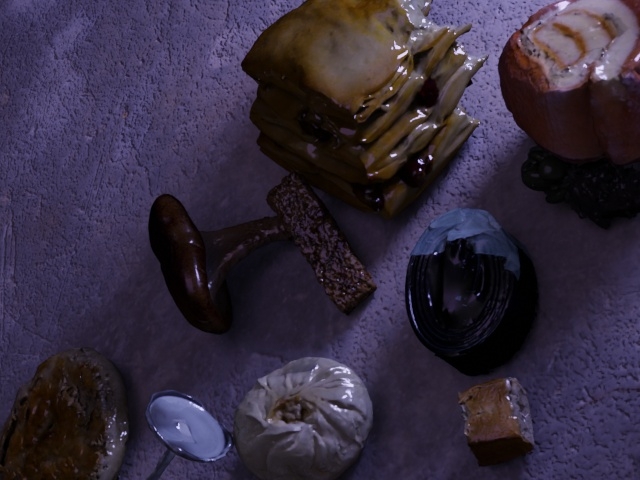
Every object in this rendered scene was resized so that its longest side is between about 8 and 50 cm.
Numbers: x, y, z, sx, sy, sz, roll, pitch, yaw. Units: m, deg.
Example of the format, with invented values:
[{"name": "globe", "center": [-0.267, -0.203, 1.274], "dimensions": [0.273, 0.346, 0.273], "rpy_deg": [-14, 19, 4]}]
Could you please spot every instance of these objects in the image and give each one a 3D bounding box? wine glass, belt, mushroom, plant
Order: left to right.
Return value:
[{"name": "wine glass", "center": [-0.214, 0.307, 1.675], "dimensions": [0.232, 0.156, 0.156], "rpy_deg": [-56, 44, 23]}, {"name": "mushroom", "center": [-0.112, 0.000, 1.844], "dimensions": [0.217, 0.148, 0.227], "rpy_deg": [-27, 60, 0]}, {"name": "belt", "center": [0.178, 0.054, 1.601], "dimensions": [0.151, 0.078, 0.198], "rpy_deg": [-22, 53, 29]}, {"name": "plant", "center": [0.305, -0.066, 1.574], "dimensions": [0.174, 0.087, 0.085], "rpy_deg": [20, 40, 38]}]

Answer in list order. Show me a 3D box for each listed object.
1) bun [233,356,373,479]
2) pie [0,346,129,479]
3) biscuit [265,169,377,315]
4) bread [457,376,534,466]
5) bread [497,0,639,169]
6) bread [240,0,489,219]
[{"name": "bun", "center": [-0.027, 0.219, 1.646], "dimensions": [0.188, 0.111, 0.164], "rpy_deg": [-4, 62, 40]}, {"name": "pie", "center": [-0.368, 0.282, 1.916], "dimensions": [0.274, 0.055, 0.274], "rpy_deg": [-18, 60, 34]}, {"name": "biscuit", "center": [0.000, 0.000, 1.756], "dimensions": [0.064, 0.034, 0.199], "rpy_deg": [-40, 69, 14]}, {"name": "bread", "center": [0.198, 0.202, 1.511], "dimensions": [0.070, 0.077, 0.083], "rpy_deg": [-15, 57, 18]}, {"name": "bread", "center": [0.314, -0.187, 1.552], "dimensions": [0.190, 0.123, 0.244], "rpy_deg": [-32, 33, 2]}, {"name": "bread", "center": [0.067, -0.245, 1.776], "dimensions": [0.314, 0.191, 0.370], "rpy_deg": [28, 84, 44]}]
